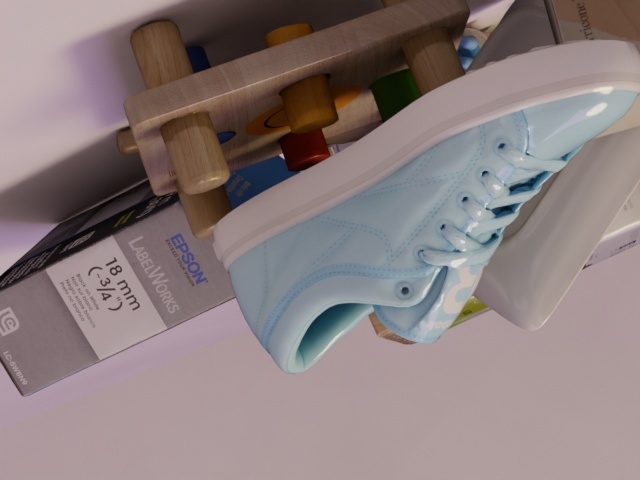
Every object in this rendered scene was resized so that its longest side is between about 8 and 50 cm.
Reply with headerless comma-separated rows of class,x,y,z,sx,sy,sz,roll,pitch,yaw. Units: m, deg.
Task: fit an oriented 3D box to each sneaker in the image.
sneaker,0.089,-0.012,1.252,0.366,0.150,0.135,-30,166,36

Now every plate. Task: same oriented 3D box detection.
plate,0.171,-0.088,1.477,0.278,0.045,0.277,-57,-148,1

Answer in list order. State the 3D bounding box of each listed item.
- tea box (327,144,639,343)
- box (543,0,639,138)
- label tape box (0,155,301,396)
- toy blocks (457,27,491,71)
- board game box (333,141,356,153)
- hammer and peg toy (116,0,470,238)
tea box,0.184,-0.043,2.012,0.323,0.220,0.329,-23,172,7
box,0.323,-0.196,1.309,0.311,0.148,0.121,-16,157,7
label tape box,-0.118,-0.005,1.600,0.333,0.106,0.240,-25,-169,18
toy blocks,0.177,-0.186,1.656,0.123,0.054,0.148,-25,171,21
board game box,0.166,-0.117,1.753,0.305,0.053,0.193,-23,-154,5
hammer and peg toy,-0.025,-0.094,1.394,0.266,0.127,0.361,-19,171,-6
